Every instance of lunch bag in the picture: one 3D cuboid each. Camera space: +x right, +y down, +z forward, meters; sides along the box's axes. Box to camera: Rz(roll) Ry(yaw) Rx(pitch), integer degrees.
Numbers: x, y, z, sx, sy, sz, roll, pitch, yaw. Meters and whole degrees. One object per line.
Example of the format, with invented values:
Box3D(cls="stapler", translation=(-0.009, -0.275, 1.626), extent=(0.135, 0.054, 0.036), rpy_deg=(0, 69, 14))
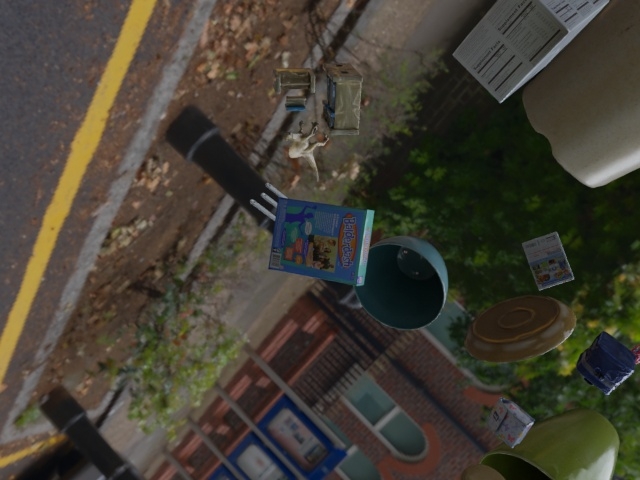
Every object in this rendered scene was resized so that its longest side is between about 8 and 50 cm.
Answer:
Box3D(cls="lunch bag", translation=(0.437, 0.193, 1.062), extent=(0.065, 0.067, 0.098), rpy_deg=(-57, 162, 24))
Box3D(cls="lunch bag", translation=(0.402, 0.389, 1.477), extent=(0.053, 0.083, 0.071), rpy_deg=(-5, 128, -47))

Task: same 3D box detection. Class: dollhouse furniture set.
Box3D(cls="dollhouse furniture set", translation=(-0.014, -0.314, 1.516), extent=(0.129, 0.183, 0.130), rpy_deg=(-110, -160, -61))

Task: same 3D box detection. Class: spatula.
Box3D(cls="spatula", translation=(-0.076, -0.063, 1.895), extent=(0.019, 0.242, 0.168), rpy_deg=(-51, -178, 32))

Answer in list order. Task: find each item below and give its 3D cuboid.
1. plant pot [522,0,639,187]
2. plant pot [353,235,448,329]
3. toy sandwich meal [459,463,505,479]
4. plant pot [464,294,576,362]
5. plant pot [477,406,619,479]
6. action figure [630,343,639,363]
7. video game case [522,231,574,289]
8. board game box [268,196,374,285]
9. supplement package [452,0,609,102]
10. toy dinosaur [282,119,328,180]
Box3D(cls="plant pot", translation=(0.523, -0.261, 1.144), extent=(0.305, 0.334, 0.333), rpy_deg=(-38, 177, 35))
Box3D(cls="plant pot", translation=(0.268, 0.101, 2.116), extent=(0.290, 0.290, 0.195), rpy_deg=(-53, 174, 36))
Box3D(cls="toy sandwich meal", translation=(0.223, 0.344, 0.930), extent=(0.085, 0.085, 0.029), rpy_deg=(-36, 157, -46))
Box3D(cls="plant pot", translation=(0.414, 0.177, 1.453), extent=(0.236, 0.032, 0.236), rpy_deg=(-20, -162, 7))
Box3D(cls="plant pot", translation=(0.566, 0.530, 1.621), extent=(0.293, 0.275, 0.275), rpy_deg=(-30, 163, -34))
Box3D(cls="action figure", translation=(0.763, 0.263, 1.630), extent=(0.115, 0.038, 0.030), rpy_deg=(-20, 163, -29))
Box3D(cls="video game case", translation=(0.553, 0.050, 1.675), extent=(0.087, 0.122, 0.011), rpy_deg=(-21, 176, 18))
Box3D(cls="board game box", translation=(0.000, 0.000, 1.460), extent=(0.047, 0.210, 0.160), rpy_deg=(2, 97, -65))
Box3D(cls="supplement package", translation=(0.433, -0.437, 1.415), extent=(0.262, 0.145, 0.204), rpy_deg=(-38, 173, -43))
Box3D(cls="toy dinosaur", translation=(-0.031, -0.214, 1.542), extent=(0.092, 0.053, 0.183), rpy_deg=(-45, 145, -1))
